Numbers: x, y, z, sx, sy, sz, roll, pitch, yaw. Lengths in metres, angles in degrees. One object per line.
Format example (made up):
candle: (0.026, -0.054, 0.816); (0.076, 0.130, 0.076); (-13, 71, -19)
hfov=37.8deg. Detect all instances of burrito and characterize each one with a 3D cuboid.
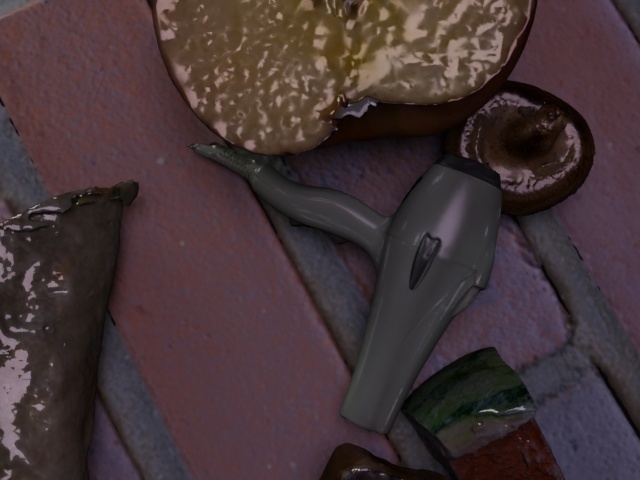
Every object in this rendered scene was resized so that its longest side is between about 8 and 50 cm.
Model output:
burrito: (-0.248, 0.109, 0.720); (0.175, 0.107, 0.348); (9, 79, -16)

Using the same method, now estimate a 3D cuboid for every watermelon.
watermelon: (0.133, 0.158, 0.763); (0.097, 0.121, 0.158); (-32, 126, 5)

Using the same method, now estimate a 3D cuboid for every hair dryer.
hair dryer: (0.008, 0.037, 0.773); (0.267, 0.092, 0.229); (5, 87, 17)

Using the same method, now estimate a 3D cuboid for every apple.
apple: (0.028, -0.184, 0.767); (0.292, 0.163, 0.252); (-7, 83, 9)

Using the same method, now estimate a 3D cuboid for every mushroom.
mushroom: (0.167, -0.080, 0.795); (0.126, 0.085, 0.109); (38, 122, 7)

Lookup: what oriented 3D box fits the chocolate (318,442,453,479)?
chocolate: (0.085, 0.251, 0.704); (0.214, 0.093, 0.149); (25, 94, -7)
